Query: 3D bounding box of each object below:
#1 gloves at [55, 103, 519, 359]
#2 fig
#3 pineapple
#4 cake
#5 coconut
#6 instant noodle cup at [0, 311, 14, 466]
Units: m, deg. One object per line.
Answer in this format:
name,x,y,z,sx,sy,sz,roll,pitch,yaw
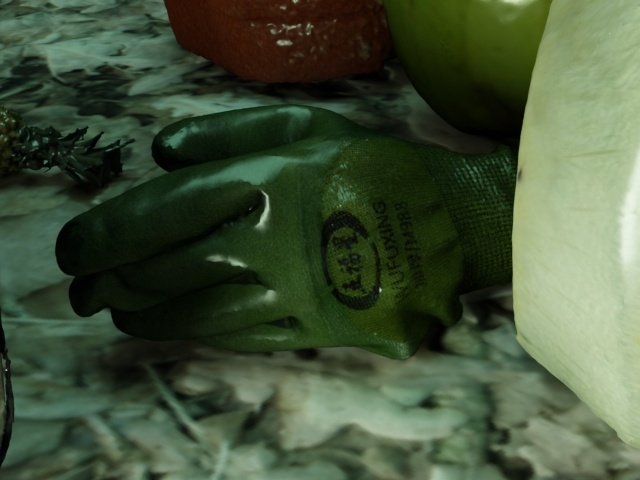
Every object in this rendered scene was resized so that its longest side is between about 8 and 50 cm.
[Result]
gloves,0.007,-0.004,0.601,0.268,0.135,0.107,-9,-14,-15
fig,0.152,-0.194,0.787,0.239,0.271,0.239,-7,38,6
pineapple,-0.186,-0.056,0.802,0.124,0.058,0.058,14,28,3
cake,-0.031,-0.219,0.996,0.177,0.150,0.283,-24,32,-14
coconut,0.210,-0.027,0.494,0.247,0.245,0.245,6,28,15
instant noodle cup,-0.239,0.049,0.426,0.207,0.217,0.217,-18,30,-40
